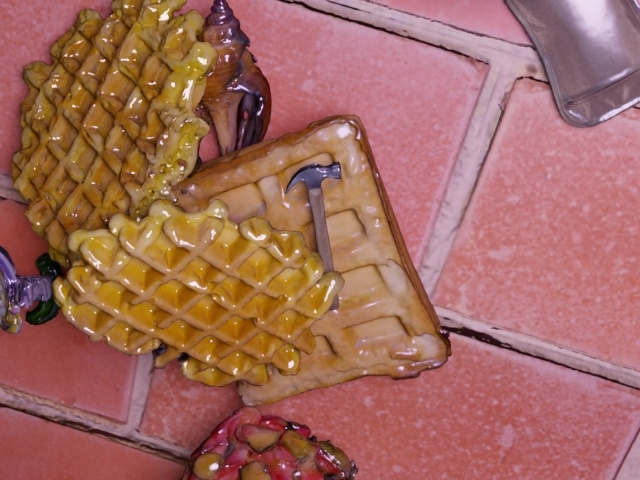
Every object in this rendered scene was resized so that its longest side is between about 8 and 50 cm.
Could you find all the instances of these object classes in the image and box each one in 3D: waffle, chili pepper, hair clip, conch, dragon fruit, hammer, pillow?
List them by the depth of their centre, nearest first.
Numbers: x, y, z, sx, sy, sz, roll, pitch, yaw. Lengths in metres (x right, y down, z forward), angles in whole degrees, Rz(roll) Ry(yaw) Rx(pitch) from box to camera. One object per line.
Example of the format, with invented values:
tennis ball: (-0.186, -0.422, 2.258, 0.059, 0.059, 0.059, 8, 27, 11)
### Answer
pillow: (0.276, -0.231, 0.849, 0.130, 0.033, 0.217, -29, 102, 23)
waffle: (-0.127, 0.072, 0.870, 0.309, 0.065, 0.283, -2, 134, -4)
waffle: (-0.232, -0.125, 0.890, 0.311, 0.060, 0.307, -22, 72, 31)
hammer: (0.000, 0.000, 0.892, 0.062, 0.017, 0.182, -4, 118, 5)
conch: (-0.098, -0.166, 0.925, 0.086, 0.080, 0.233, -1, 137, 24)
waffle: (-0.030, 0.038, 0.966, 0.304, 0.077, 0.348, -18, 117, 14)
dragon fruit: (-0.074, 0.357, 1.025, 0.250, 0.269, 0.291, -14, 120, 13)
hair clip: (-0.426, 0.062, 1.070, 0.172, 0.049, 0.116, 3, 94, 35)
chili pepper: (-0.365, 0.072, 1.086, 0.055, 0.035, 0.118, 35, 123, 20)
